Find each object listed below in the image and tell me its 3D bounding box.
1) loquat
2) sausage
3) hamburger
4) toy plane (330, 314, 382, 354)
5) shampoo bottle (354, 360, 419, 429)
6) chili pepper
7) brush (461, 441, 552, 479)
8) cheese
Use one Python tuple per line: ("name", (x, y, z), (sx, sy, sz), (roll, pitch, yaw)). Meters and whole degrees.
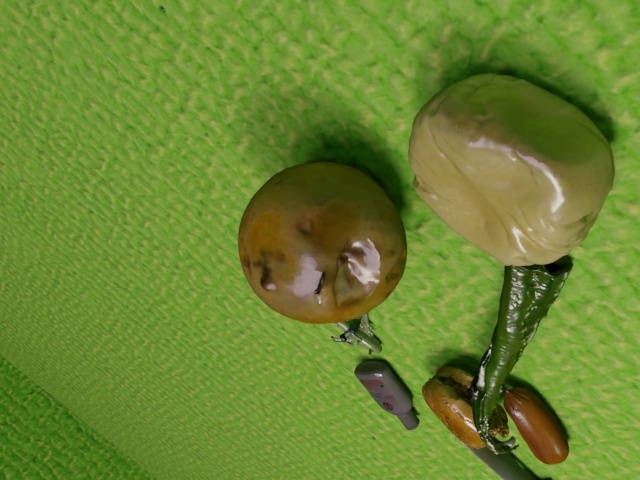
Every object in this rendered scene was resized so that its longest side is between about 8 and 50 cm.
("loquat", (0.000, 0.000, 1.010), (0.243, 0.244, 0.244), (23, 144, 18))
("sausage", (0.351, 0.301, 1.189), (0.183, 0.062, 0.054), (56, 159, -23))
("hamburger", (0.237, 0.275, 1.214), (0.138, 0.083, 0.147), (46, 167, -4))
("toy plane", (0.063, 0.164, 1.297), (0.111, 0.040, 0.102), (41, 135, -4))
("shampoo bottle", (0.132, 0.292, 1.388), (0.080, 0.040, 0.165), (-11, 123, 45))
("chili pepper", (0.269, 0.160, 1.041), (0.084, 0.076, 0.359), (4, 126, 0))
("brush", (0.376, 0.433, 1.328), (0.321, 0.060, 0.050), (42, 133, -9))
("cheese", (0.205, -0.074, 0.833), (0.226, 0.117, 0.214), (31, 150, 17))
